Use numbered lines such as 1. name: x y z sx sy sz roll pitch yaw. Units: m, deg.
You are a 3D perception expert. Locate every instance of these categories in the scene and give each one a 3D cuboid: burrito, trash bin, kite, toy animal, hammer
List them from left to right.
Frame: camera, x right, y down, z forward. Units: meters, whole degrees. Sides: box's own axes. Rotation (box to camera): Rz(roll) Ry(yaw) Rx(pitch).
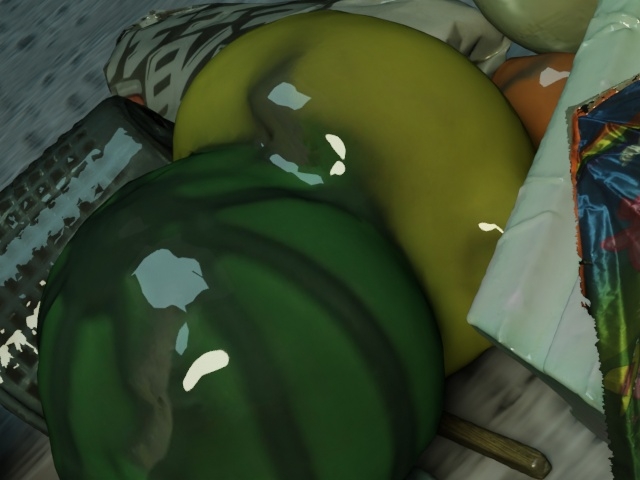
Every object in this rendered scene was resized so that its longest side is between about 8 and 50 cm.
1. trash bin: -0.120 0.011 1.026 0.161 0.175 0.175 -51 25 9
2. burrito: -0.049 -0.108 1.234 0.139 0.101 0.445 -41 24 -22
3. toy animal: -0.002 -0.002 0.856 0.216 0.191 0.338 1 34 39
4. hammer: 0.028 0.076 0.938 0.058 0.029 0.292 -50 29 -13
5. kite: 0.169 -0.041 0.681 0.321 0.016 0.234 -48 26 -15

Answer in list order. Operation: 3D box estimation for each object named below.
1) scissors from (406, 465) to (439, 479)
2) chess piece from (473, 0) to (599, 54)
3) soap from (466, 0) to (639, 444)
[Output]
1. scissors: -0.111 0.197 0.925 0.383 0.029 0.256 2 50 55
2. chess piece: 0.214 -0.199 0.968 0.330 0.182 0.182 -26 29 40
3. soap: 0.198 -0.031 0.767 0.208 0.115 0.347 -16 36 41
